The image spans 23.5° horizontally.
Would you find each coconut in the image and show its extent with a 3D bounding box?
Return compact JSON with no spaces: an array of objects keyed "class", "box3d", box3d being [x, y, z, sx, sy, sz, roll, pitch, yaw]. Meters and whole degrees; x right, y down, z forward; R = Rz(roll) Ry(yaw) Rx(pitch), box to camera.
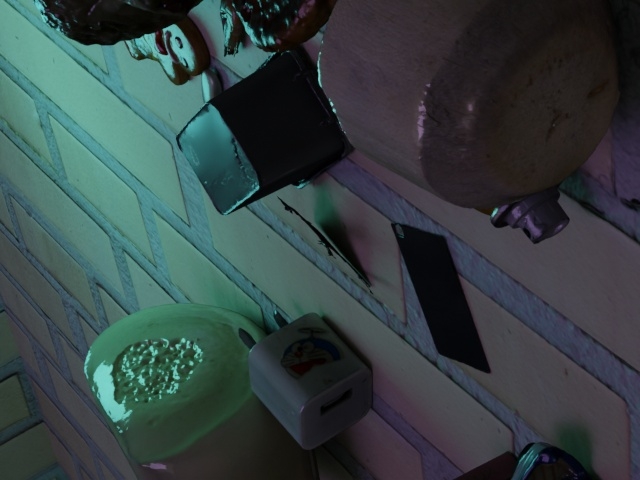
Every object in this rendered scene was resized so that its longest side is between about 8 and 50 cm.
[{"class":"coconut","box3d":[0.122,-0.161,1.356,0.266,0.237,0.237,36,147,38]}]

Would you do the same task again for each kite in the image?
[{"class":"kite","box3d":[0.000,0.000,2.024,0.183,0.010,0.160,45,-177,-19]}]

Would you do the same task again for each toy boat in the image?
[{"class":"toy boat","box3d":[0.280,0.343,1.760,0.115,0.114,0.262,-142,33,-68]}]

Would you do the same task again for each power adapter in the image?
[{"class":"power adapter","box3d":[-0.036,0.181,2.235,0.205,0.130,0.125,44,153,33]}]

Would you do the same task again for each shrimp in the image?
[{"class":"shrimp","box3d":[-0.118,-0.283,2.002,0.059,0.023,0.108,63,160,21]}]

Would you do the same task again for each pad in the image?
[{"class":"pad","box3d":[0.146,0.070,1.875,0.116,0.004,0.193,18,133,59]}]

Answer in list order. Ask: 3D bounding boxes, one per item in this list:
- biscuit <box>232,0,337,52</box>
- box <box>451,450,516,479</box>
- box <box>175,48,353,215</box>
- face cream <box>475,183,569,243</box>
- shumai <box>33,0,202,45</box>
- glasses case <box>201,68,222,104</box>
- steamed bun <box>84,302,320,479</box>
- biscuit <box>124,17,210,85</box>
[{"class":"biscuit","box3d":[-0.005,-0.341,1.480,0.334,0.081,0.289,-51,42,50]},{"class":"box","box3d":[0.208,0.347,1.935,0.060,0.111,0.156,52,156,40]},{"class":"box","box3d":[-0.079,-0.130,1.949,0.163,0.135,0.243,60,158,-1]},{"class":"face cream","box3d":[0.127,-0.144,1.529,0.349,0.105,0.105,54,157,15]},{"class":"shumai","box3d":[-0.239,-0.337,1.950,0.218,0.189,0.256,13,169,40]},{"class":"glasses case","box3d":[-0.152,-0.206,2.164,0.032,0.021,0.083,47,154,33]},{"class":"steamed bun","box3d":[-0.164,0.314,2.468,0.456,0.290,0.371,47,163,56]},{"class":"biscuit","box3d":[-0.237,-0.300,2.217,0.250,0.036,0.165,34,147,48]}]
